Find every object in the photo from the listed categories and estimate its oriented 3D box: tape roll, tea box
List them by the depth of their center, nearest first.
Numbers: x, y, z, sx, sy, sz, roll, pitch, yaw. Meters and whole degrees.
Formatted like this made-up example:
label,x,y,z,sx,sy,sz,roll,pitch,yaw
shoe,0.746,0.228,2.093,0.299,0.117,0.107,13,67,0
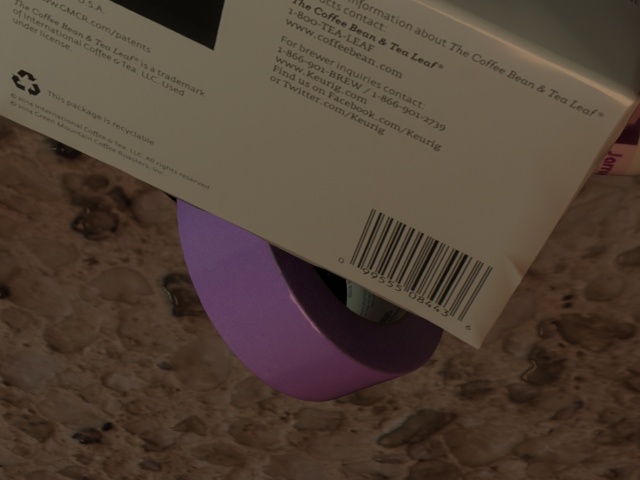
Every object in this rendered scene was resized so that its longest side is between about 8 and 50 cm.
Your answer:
label,x,y,z,sx,sy,sz,roll,pitch,yaw
tea box,0.029,-0.175,0.706,0.329,0.323,0.220,27,142,5
tape roll,0.000,0.000,1.079,0.090,0.274,0.275,-25,130,32

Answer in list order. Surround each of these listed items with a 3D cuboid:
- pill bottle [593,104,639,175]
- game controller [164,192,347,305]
label,x,y,z,sx,sy,sz,roll,pitch,yaw
pill bottle,0.193,-0.138,0.962,0.302,0.169,0.169,5,141,5
game controller,-0.082,-0.020,1.194,0.319,0.067,0.166,41,159,-33
